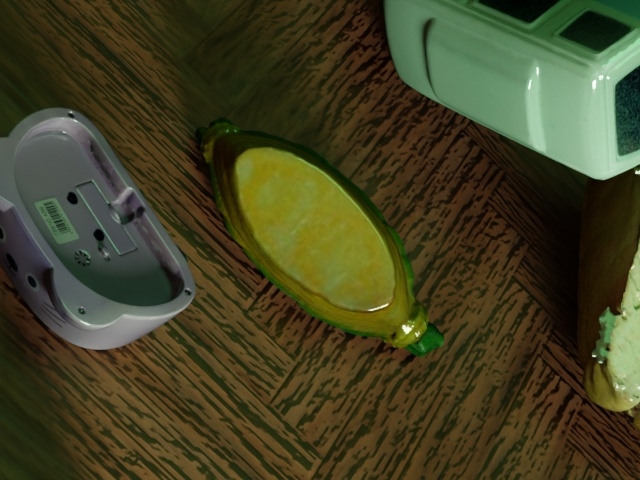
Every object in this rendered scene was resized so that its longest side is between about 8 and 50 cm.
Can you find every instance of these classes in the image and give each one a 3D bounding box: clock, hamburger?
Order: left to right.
[{"bbox_3d":[-0.155,-0.001,1.047,0.110,0.050,0.152,-23,76,-50],"label":"clock"},{"bbox_3d":[0.277,0.018,1.353,0.155,0.245,0.282,20,89,-10],"label":"hamburger"}]

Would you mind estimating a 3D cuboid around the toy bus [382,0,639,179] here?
[{"bbox_3d":[0.165,-0.160,1.335,0.165,0.133,0.271,-34,44,-26],"label":"toy bus"}]

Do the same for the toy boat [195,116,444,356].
[{"bbox_3d":[0.000,0.000,1.185,0.229,0.089,0.088,45,-1,-4],"label":"toy boat"}]
